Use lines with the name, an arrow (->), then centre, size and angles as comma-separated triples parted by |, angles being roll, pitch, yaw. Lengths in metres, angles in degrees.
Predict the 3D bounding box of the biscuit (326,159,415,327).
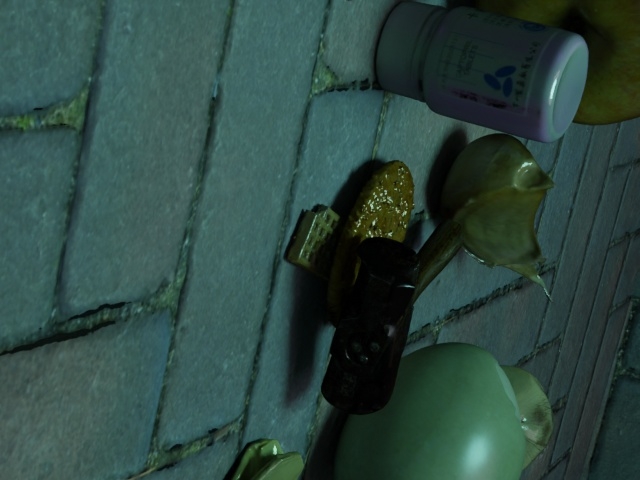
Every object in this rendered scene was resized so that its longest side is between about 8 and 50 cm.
biscuit -> 0.075, 0.007, 1.799 | 0.254, 0.035, 0.254 | -55, 156, -38

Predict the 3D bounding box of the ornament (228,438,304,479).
ornament -> -0.104, 0.373, 1.698 | 0.180, 0.059, 0.201 | -6, 115, -60

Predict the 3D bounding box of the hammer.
hammer -> 0.134, 0.064, 1.832 | 0.409, 0.095, 0.242 | -41, 149, -56

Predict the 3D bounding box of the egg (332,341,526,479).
egg -> 0.179, 0.315, 1.961 | 0.336, 0.278, 0.278 | -54, 151, -19

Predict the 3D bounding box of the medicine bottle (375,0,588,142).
medicine bottle -> 0.212, -0.229, 1.680 | 0.152, 0.255, 0.152 | -46, 146, -43

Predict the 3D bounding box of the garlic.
garlic -> 0.287, -0.031, 2.057 | 0.151, 0.196, 0.338 | -42, 148, -21

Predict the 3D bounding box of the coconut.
coconut -> 0.348, 0.344, 2.439 | 0.224, 0.224, 0.224 | -44, 144, -45

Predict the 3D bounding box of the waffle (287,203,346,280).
waffle -> 0.000, 0.000, 1.687 | 0.092, 0.021, 0.135 | -67, 157, -6

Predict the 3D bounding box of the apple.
apple -> 0.414, -0.359, 1.859 | 0.346, 0.392, 0.391 | -48, 147, -39
